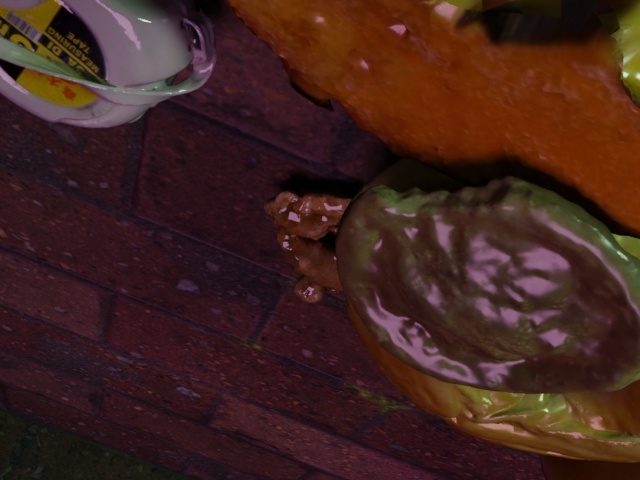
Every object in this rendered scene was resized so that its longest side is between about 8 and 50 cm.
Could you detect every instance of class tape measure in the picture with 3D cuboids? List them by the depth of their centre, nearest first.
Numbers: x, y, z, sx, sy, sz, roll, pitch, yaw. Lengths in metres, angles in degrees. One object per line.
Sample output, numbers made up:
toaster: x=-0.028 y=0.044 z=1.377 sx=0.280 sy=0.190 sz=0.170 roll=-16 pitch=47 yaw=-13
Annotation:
tape measure: x=-0.211 y=-0.185 z=0.601 sx=0.236 sy=0.120 sz=0.197 roll=40 pitch=136 yaw=-21

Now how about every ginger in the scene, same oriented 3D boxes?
ginger: x=0.000 y=0.000 z=0.840 sx=0.176 sy=0.052 sz=0.193 roll=37 pitch=136 yaw=-27

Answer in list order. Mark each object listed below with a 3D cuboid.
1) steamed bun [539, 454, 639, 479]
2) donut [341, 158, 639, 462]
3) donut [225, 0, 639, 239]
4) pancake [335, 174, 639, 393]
steamed bun: x=0.464 y=0.305 z=0.875 sx=0.380 sy=0.248 sz=0.235 roll=-14 pitch=136 yaw=39
donut: x=0.230 y=0.056 z=0.673 sx=0.449 sy=0.198 sz=0.448 roll=13 pitch=145 yaw=10
donut: x=0.087 y=-0.182 z=0.344 sx=0.378 sy=0.163 sz=0.435 roll=24 pitch=164 yaw=33
pancake: x=0.113 y=0.043 z=0.515 sx=0.236 sy=0.042 sz=0.222 roll=15 pitch=138 yaw=24
